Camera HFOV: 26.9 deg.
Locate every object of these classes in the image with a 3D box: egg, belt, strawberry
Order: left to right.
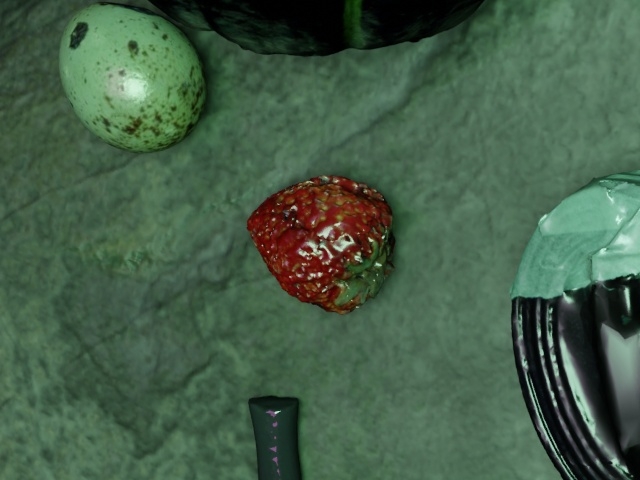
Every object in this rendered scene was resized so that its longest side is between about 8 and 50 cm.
[{"bbox_3d":[-0.119,-0.104,0.834,0.085,0.085,0.110,-48,60,21],"label":"egg"},{"bbox_3d":[0.000,0.000,0.796,0.096,0.083,0.083,11,100,31],"label":"strawberry"},{"bbox_3d":[0.181,0.059,0.698,0.151,0.078,0.198,-21,83,41],"label":"belt"}]

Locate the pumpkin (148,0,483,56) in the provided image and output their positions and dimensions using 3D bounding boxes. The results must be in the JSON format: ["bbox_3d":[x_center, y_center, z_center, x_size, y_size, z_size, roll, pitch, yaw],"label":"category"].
[{"bbox_3d":[0.002,-0.228,0.701,0.296,0.296,0.296,3,97,25],"label":"pumpkin"}]

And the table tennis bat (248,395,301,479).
[{"bbox_3d":[-0.021,0.217,0.855,0.150,0.027,0.236,-2,96,24],"label":"table tennis bat"}]
